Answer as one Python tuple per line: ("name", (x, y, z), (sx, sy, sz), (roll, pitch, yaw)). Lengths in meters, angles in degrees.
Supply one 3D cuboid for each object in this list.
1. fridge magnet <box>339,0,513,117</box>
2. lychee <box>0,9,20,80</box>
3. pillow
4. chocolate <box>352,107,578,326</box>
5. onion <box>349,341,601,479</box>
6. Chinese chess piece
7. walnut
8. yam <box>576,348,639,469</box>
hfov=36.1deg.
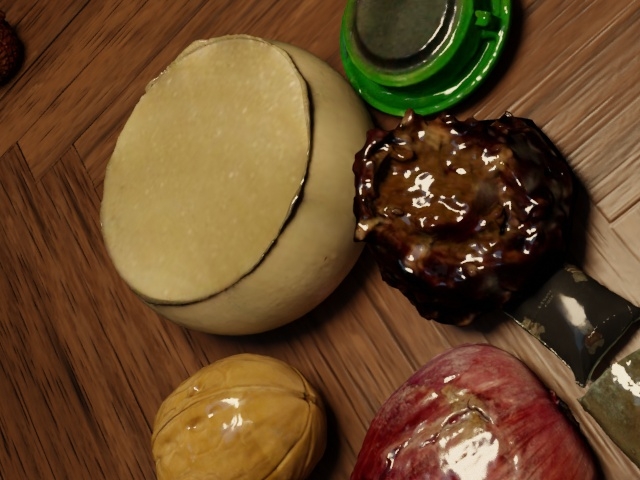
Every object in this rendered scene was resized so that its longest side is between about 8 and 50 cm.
("fridge magnet", (0.106, -0.236, 1.059), (0.208, 0.088, 0.208), (-5, 81, 34))
("lychee", (-0.500, -0.281, 1.438), (0.123, 0.123, 0.129), (43, 124, 31))
("pillow", (0.226, 0.060, 0.944), (0.150, 0.048, 0.090), (41, 110, 33))
("chocolate", (0.111, -0.046, 0.932), (0.206, 0.177, 0.224), (1, 71, 42))
("onion", (0.114, 0.238, 0.935), (0.283, 0.120, 0.227), (-49, 54, 14))
("Chinese chess piece", (-0.094, -0.062, 1.098), (0.338, 0.140, 0.338), (-15, 65, 35))
("walnut", (-0.089, 0.207, 1.047), (0.197, 0.165, 0.165), (-32, 64, 31))
("yam", (0.335, 0.196, 0.814), (0.106, 0.106, 0.259), (-48, 60, 14))
